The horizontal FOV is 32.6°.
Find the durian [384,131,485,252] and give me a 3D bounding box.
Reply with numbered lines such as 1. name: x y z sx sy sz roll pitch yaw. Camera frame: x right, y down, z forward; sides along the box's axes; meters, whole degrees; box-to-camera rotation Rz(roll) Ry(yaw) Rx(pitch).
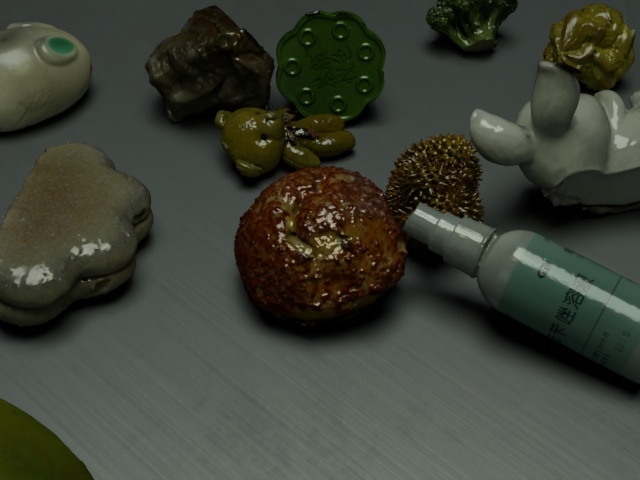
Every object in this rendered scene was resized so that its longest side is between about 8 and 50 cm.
1. durian: 0.155 -0.060 1.502 0.137 0.168 0.158 19 64 -28

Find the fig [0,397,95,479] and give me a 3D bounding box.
1. fig: -0.345 0.286 0.993 0.343 0.343 0.343 0 41 0

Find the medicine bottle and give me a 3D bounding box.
1. medicine bottle: 0.267 0.049 1.367 0.351 0.110 0.110 28 48 16

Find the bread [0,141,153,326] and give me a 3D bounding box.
1. bread: -0.328 -0.014 1.489 0.183 0.102 0.337 7 39 2

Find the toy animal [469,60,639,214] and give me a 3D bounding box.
1. toy animal: 0.371 -0.139 1.537 0.325 0.208 0.154 20 43 -44

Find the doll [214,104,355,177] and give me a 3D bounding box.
1. doll: -0.049 -0.166 1.666 0.209 0.097 0.137 -12 57 -23

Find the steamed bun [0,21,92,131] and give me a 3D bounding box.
1. steamed bun: -0.480 -0.275 1.761 0.228 0.131 0.177 -27 46 -25

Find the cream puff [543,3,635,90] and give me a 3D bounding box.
1. cream puff: 0.441 -0.318 1.819 0.156 0.121 0.156 2 47 -2

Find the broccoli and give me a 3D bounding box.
1. broccoli: 0.261 -0.400 1.915 0.162 0.146 0.138 -4 71 -27

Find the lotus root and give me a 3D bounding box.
1. lotus root: 0.014 -0.300 1.784 0.186 0.186 0.186 0 41 0

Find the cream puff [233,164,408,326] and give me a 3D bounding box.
1. cream puff: -0.001 0.000 1.431 0.240 0.164 0.240 3 45 -3

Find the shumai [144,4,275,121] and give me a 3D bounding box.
1. shumai: -0.174 -0.254 1.733 0.185 0.184 0.218 -46 34 4
